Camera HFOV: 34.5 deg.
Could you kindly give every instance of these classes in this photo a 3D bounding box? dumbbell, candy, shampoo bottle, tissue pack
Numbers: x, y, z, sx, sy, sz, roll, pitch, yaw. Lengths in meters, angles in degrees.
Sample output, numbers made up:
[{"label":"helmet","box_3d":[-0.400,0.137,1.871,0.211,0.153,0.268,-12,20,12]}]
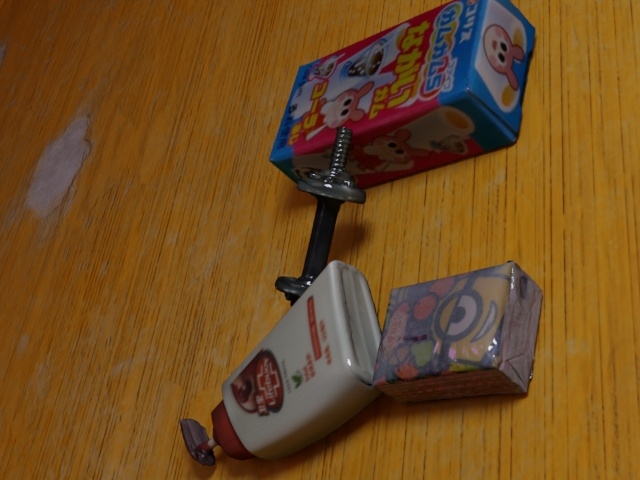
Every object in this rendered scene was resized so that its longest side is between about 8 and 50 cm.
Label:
[{"label":"dumbbell","box_3d":[0.000,0.000,1.139,0.082,0.082,0.253,16,94,55]},{"label":"candy","box_3d":[0.090,-0.163,1.194,0.306,0.100,0.157,-13,49,43]},{"label":"shampoo bottle","box_3d":[-0.052,0.160,1.087,0.284,0.071,0.153,-39,45,28]},{"label":"tissue pack","box_3d":[0.125,0.088,0.957,0.148,0.060,0.108,-15,48,42]}]
